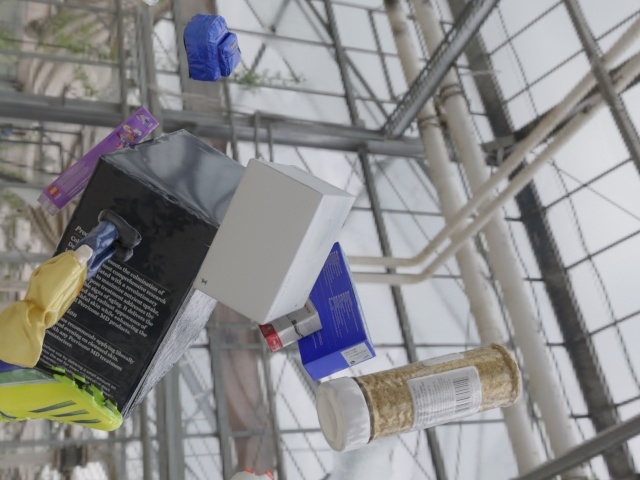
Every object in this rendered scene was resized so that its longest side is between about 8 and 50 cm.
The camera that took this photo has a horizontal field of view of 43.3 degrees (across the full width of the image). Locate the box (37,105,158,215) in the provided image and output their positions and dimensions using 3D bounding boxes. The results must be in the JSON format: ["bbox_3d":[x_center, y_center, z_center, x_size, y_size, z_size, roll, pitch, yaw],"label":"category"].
[{"bbox_3d":[-0.509,-0.176,1.835,0.293,0.057,0.201,-45,-167,-18],"label":"box"}]

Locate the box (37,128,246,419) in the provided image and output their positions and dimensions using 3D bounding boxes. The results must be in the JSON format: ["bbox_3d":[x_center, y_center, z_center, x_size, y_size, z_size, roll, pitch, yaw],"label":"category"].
[{"bbox_3d":[-0.364,0.048,1.780,0.471,0.297,0.480,-58,179,16],"label":"box"}]

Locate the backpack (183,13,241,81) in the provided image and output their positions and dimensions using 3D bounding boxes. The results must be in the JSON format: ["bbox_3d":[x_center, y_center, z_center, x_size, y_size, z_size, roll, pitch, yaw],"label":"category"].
[{"bbox_3d":[-0.218,-0.397,1.632,0.098,0.101,0.120,-70,159,-44],"label":"backpack"}]

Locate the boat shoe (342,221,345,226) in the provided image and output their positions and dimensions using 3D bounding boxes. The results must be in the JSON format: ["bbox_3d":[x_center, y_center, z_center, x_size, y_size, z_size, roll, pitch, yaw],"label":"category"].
[{"bbox_3d":[0.000,0.000,1.817,0.049,0.152,0.056,57,-14,-30],"label":"boat shoe"}]

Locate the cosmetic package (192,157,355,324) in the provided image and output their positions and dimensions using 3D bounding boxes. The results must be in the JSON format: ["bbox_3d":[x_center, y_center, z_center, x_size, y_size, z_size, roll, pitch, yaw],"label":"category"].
[{"bbox_3d":[-0.068,-0.002,1.319,0.224,0.138,0.225,-65,166,9],"label":"cosmetic package"}]

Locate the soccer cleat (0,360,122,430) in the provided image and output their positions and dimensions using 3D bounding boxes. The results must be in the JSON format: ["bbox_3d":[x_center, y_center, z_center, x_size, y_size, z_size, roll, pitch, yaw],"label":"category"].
[{"bbox_3d":[-0.481,0.268,1.377,0.121,0.289,0.093,-62,-165,-5],"label":"soccer cleat"}]

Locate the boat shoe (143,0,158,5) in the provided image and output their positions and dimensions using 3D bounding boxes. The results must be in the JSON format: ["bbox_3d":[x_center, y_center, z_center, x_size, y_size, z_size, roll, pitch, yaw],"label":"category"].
[{"bbox_3d":[-0.264,-0.453,1.253,0.091,0.114,0.302,-36,-147,14],"label":"boat shoe"}]

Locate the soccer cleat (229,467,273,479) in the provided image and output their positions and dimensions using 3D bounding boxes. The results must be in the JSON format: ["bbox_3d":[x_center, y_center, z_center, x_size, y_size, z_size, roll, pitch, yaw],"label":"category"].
[{"bbox_3d":[-0.048,0.332,0.866,0.068,0.076,0.196,-12,-62,42],"label":"soccer cleat"}]

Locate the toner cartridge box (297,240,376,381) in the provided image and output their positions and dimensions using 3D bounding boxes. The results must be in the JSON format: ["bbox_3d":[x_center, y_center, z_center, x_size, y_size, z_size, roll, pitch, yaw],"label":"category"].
[{"bbox_3d":[0.015,0.166,1.976,0.347,0.165,0.075,-104,170,-48],"label":"toner cartridge box"}]

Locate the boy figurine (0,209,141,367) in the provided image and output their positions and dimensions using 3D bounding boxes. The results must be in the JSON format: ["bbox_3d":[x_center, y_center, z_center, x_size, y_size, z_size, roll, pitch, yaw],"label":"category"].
[{"bbox_3d":[-0.389,0.070,1.227,0.177,0.092,0.285,-48,-172,45],"label":"boy figurine"}]

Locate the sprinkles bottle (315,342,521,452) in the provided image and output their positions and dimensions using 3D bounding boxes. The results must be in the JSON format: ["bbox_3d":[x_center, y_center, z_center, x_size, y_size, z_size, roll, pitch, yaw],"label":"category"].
[{"bbox_3d":[0.174,0.270,1.407,0.121,0.355,0.121,171,-90,-67],"label":"sprinkles bottle"}]

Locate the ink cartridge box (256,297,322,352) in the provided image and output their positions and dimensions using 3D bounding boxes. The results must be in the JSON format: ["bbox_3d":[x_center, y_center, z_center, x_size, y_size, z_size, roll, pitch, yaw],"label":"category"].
[{"bbox_3d":[-0.077,0.189,1.891,0.099,0.135,0.056,-124,-168,-51],"label":"ink cartridge box"}]
